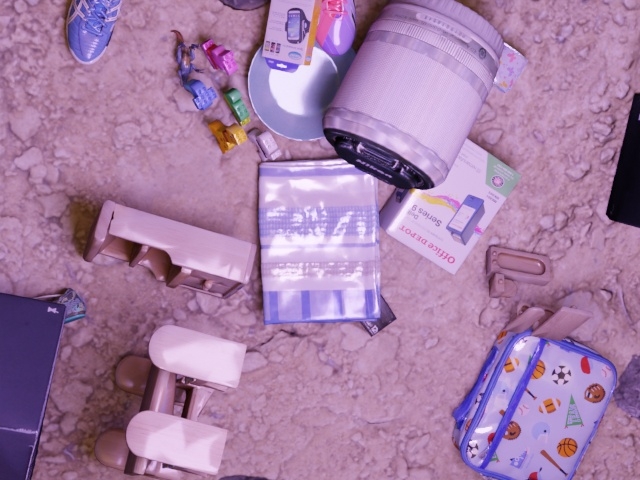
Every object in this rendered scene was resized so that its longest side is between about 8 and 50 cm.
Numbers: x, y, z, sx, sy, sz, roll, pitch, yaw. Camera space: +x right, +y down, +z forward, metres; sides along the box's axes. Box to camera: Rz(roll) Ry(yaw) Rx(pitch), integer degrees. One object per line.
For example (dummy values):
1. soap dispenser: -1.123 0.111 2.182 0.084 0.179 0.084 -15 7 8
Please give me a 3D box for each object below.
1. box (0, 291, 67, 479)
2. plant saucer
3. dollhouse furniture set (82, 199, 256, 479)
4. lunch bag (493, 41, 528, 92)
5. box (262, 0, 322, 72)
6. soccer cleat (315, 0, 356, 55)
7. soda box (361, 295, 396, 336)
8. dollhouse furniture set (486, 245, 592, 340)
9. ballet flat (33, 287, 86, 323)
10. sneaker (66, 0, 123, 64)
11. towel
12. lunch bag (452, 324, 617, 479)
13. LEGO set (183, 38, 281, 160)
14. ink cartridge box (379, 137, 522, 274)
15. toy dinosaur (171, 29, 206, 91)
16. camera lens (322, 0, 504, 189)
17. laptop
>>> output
1. box: -0.525 0.280 1.731 0.183 0.296 0.294 13 123 -12
2. plant saucer: -0.027 -0.266 1.850 0.195 0.037 0.194 -2 104 -9
3. dollhouse furniture set: -0.283 0.171 1.766 0.257 0.362 0.394 17 73 -14
4. lunch bag: 0.303 -0.301 1.887 0.083 0.053 0.071 32 95 -5
5. box: -0.047 -0.339 1.774 0.081 0.028 0.136 17 106 26
6. soccer cleat: 0.024 -0.424 1.769 0.083 0.095 0.248 0 92 -13
7. soda box: 0.063 0.084 1.944 0.060 0.053 0.169 -36 107 0
8. dollhouse furniture set: 0.377 0.074 1.920 0.144 0.123 0.151 10 63 -11
9. ballet flat: -0.491 0.134 1.872 0.188 0.070 0.070 -23 106 -5
10. sneaker: -0.354 -0.381 1.747 0.080 0.081 0.211 14 103 -14
11. towel: 0.000 0.000 1.878 0.209 0.034 0.285 -1 89 -1
12. lunch bag: 0.383 0.310 2.024 0.243 0.115 0.303 22 99 -11
13. LEGO set: -0.142 -0.205 1.791 0.087 0.093 0.227 -38 117 -18
14. ink cartridge box: 0.220 -0.072 1.911 0.154 0.093 0.212 32 99 -16
15. toy dinosaur: -0.218 -0.289 1.822 0.047 0.090 0.082 -8 141 -21
16. camera lens: 0.147 -0.234 1.771 0.219 0.219 0.274 29 84 -15
17. laptop: 0.675 -0.118 1.947 0.264 0.136 0.234 8 101 -12
